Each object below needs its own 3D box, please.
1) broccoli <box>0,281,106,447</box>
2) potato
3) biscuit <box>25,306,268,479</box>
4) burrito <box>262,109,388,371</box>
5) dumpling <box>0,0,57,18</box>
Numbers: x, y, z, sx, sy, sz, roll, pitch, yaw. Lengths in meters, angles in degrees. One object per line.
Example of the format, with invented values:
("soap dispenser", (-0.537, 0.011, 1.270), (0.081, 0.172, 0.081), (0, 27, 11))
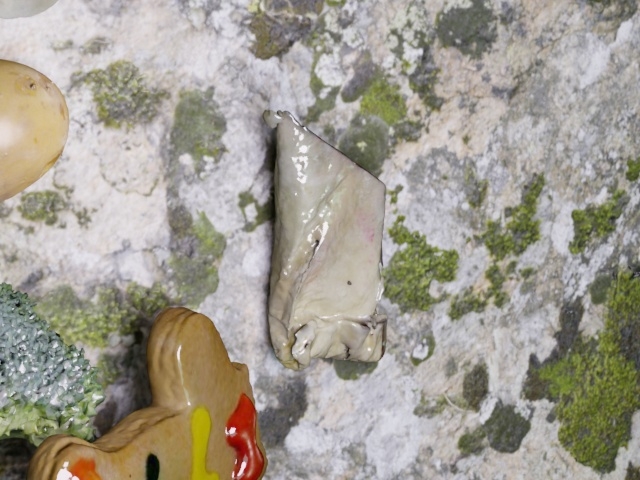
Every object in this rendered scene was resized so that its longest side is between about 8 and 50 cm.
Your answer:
("broccoli", (-0.449, 0.206, 1.593), (0.397, 0.275, 0.353), (-40, 110, 0))
("potato", (-0.375, -0.110, 1.598), (0.234, 0.146, 0.150), (-20, 80, -26))
("biscuit", (-0.169, 0.286, 1.692), (0.394, 0.076, 0.368), (-37, 124, -56))
("burrito", (0.009, -0.004, 1.871), (0.175, 0.107, 0.347), (-20, 113, -43))
("dumpling", (-0.364, -0.319, 1.573), (0.172, 0.142, 0.247), (-24, 125, 13))
